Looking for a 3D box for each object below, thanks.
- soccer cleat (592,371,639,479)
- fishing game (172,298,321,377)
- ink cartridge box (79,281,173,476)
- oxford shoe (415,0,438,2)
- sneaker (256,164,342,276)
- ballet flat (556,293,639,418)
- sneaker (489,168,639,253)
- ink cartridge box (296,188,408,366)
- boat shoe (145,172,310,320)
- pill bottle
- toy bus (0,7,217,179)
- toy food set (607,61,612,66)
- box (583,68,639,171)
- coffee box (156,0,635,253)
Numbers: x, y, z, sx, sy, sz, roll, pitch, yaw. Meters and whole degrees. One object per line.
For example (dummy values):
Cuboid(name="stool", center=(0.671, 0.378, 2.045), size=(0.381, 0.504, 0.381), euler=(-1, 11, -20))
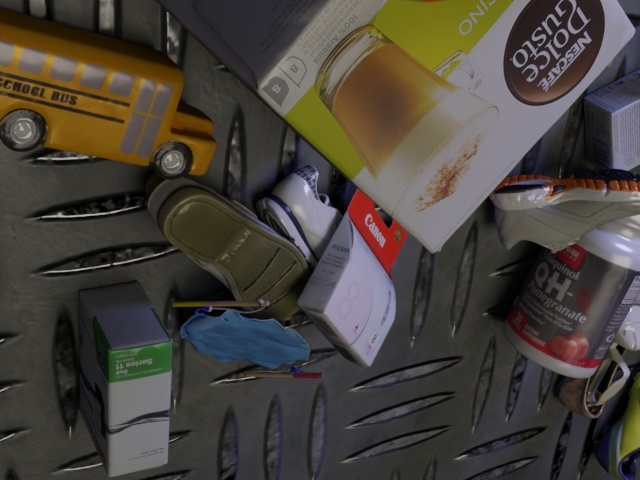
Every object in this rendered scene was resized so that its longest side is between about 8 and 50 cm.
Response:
Cuboid(name="soccer cleat", center=(0.675, 0.368, 1.983), size=(0.093, 0.121, 0.289), euler=(13, 110, -36))
Cuboid(name="fishing game", center=(-0.105, 0.135, 1.352), size=(0.189, 0.041, 0.264), euler=(-4, 150, 21))
Cuboid(name="ink cartridge box", center=(-0.261, 0.184, 1.276), size=(0.086, 0.153, 0.208), euler=(-9, 121, -26))
Cuboid(name="oxford shoe", center=(0.193, -0.271, 0.834), size=(0.363, 0.133, 0.130), euler=(-17, 125, -23))
Cuboid(name="sneaker", center=(0.000, 0.000, 1.371), size=(0.095, 0.090, 0.235), euler=(-46, 136, -18))
Cuboid(name="ballet flat", center=(0.556, 0.202, 1.817), size=(0.107, 0.106, 0.316), euler=(2, 117, -32))
Cuboid(name="sneaker", center=(0.400, -0.041, 1.504), size=(0.262, 0.099, 0.121), euler=(-1, 112, 18))
Cuboid(name="ink cartridge box", center=(0.071, 0.041, 1.375), size=(0.232, 0.066, 0.189), euler=(-58, 144, -15))
Cuboid(name="boat shoe", center=(-0.117, 0.001, 1.281), size=(0.113, 0.103, 0.302), euler=(-43, 136, 0))
Cuboid(name="pill bottle", center=(0.450, 0.056, 1.614), size=(0.176, 0.176, 0.319), euler=(9, 113, -35))
Cuboid(name="toy bus", center=(-0.273, -0.166, 1.081), size=(0.332, 0.108, 0.130), euler=(9, 111, -35))
Cuboid(name="toy food set", center=(0.415, -0.289, 1.481), size=(0.122, 0.019, 0.078), euler=(-9, 122, -27))
Cuboid(name="box", center=(0.504, -0.194, 1.561), size=(0.137, 0.072, 0.126), euler=(-26, 129, -14))
Cuboid(name="coffee box", center=(0.072, -0.258, 1.079), size=(0.338, 0.338, 0.334), euler=(-48, 131, 3))
